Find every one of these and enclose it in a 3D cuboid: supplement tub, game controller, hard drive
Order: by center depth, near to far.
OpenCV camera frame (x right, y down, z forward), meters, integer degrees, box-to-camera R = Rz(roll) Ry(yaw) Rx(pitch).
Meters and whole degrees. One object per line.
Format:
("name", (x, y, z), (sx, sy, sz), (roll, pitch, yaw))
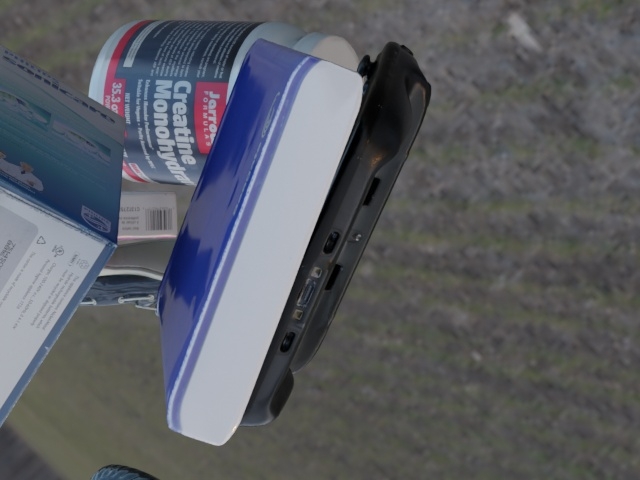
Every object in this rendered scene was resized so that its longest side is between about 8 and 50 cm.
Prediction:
("hard drive", (-0.049, -0.017, 0.984), (0.040, 0.210, 0.319), (20, -174, -10))
("game controller", (0.000, 0.000, 1.253), (0.067, 0.166, 0.319), (26, 120, 6))
("supplement tub", (-0.106, -0.153, 1.802), (0.272, 0.191, 0.191), (5, 146, 28))

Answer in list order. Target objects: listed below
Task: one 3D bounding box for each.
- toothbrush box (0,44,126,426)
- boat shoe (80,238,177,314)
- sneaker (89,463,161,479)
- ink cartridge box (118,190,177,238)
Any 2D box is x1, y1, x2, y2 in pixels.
("toothbrush box", (-0.243, 0.009, 1.109), (0.126, 0.216, 0.295), (30, -167, -16))
("boat shoe", (-0.244, 0.055, 2.169), (0.095, 0.254, 0.079), (-104, 14, -57))
("sneaker", (-0.143, 0.378, 1.893), (0.384, 0.145, 0.147), (19, 173, 40))
("ink cartridge box", (-0.344, -0.027, 2.073), (0.371, 0.175, 0.069), (2, 93, 59))
